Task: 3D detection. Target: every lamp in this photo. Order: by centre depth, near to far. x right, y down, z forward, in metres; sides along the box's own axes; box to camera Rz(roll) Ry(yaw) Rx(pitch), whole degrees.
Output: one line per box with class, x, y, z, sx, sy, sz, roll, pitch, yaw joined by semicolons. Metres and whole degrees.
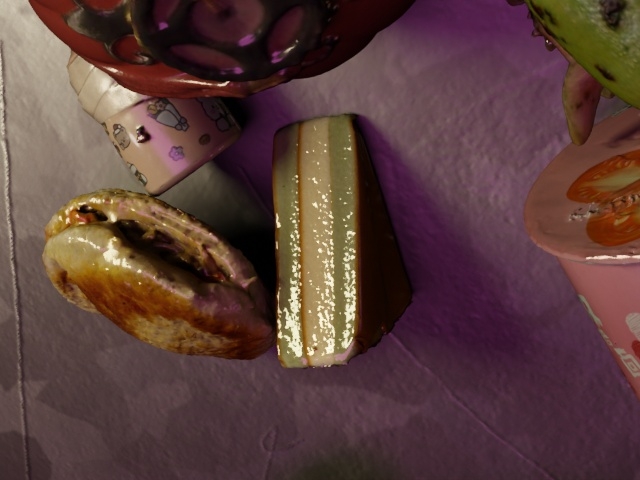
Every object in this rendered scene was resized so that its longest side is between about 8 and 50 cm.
lamp;-0.061;-0.227;0.865;0.303;0.257;0.303;-4;144;-3

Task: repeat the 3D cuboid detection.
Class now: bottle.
bottle;-0.137;-0.117;1.063;0.099;0.099;0.152;-30;97;32

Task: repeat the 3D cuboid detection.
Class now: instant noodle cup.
instant noodle cup;0.281;0.035;0.879;0.243;0.243;0.231;-14;115;29

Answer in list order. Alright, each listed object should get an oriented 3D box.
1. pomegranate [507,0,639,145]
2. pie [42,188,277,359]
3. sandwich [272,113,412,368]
pomegranate;0.196;-0.191;0.778;0.323;0.291;0.290;-21;105;40
pie;-0.127;0.039;1.105;0.205;0.084;0.179;22;155;12
sandwich;0.000;0.000;1.048;0.079;0.113;0.163;-7;111;27
